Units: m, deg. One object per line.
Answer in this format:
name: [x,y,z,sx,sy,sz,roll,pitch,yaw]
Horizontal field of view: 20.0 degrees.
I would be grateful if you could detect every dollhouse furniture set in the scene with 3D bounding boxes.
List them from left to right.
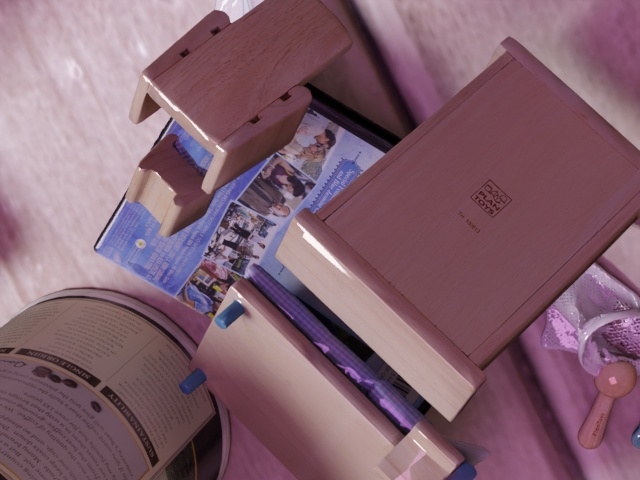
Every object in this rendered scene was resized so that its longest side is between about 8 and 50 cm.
dollhouse furniture set: [0.025,0.019,1.154,0.286,0.198,0.303,44,148,10]

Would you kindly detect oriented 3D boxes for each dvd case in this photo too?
dvd case: [0.000,0.000,1.196,0.253,0.022,0.180,31,116,-7]

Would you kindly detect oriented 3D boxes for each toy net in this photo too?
toy net: [0.216,0.117,1.175,0.122,0.045,0.232,-18,101,25]

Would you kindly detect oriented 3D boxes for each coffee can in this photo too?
coffee can: [-0.202,0.171,1.218,0.201,0.275,0.202,7,111,18]

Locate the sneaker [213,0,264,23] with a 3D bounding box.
sneaker: [-0.048,-0.124,1.182,0.061,0.054,0.152,26,115,6]
